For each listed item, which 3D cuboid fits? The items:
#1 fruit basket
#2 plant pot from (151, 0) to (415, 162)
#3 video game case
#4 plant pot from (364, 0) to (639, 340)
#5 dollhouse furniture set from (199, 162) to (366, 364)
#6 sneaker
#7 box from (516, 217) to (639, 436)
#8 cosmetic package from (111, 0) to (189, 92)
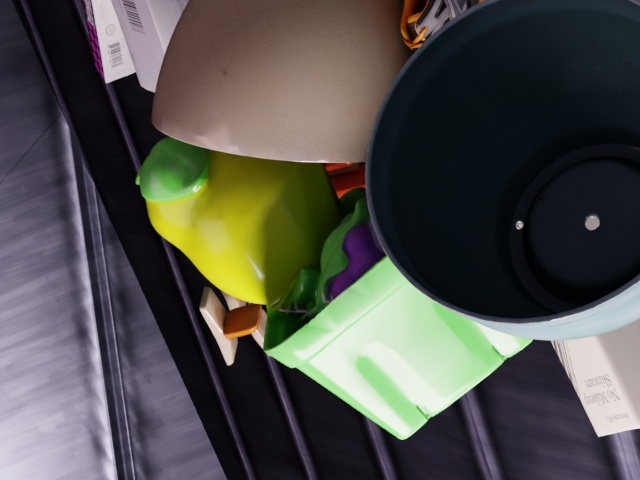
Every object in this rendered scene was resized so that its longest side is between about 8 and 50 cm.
[{"bbox_3d":[0.016,-0.013,1.985,0.392,0.283,0.392,49,-170,-12],"label":"fruit basket"},{"bbox_3d":[-0.021,-0.202,1.953,0.284,0.284,0.191,-148,59,-60],"label":"plant pot"},{"bbox_3d":[-0.196,-0.325,2.465,0.042,0.210,0.232,52,159,35],"label":"video game case"},{"bbox_3d":[0.208,-0.041,1.647,0.293,0.293,0.196,54,-173,31],"label":"plant pot"},{"bbox_3d":[0.000,0.000,2.300,0.259,0.262,0.135,-79,-31,-51],"label":"dollhouse furniture set"},{"bbox_3d":[0.119,-0.189,1.881,0.084,0.083,0.215,-22,79,62],"label":"sneaker"},{"bbox_3d":[0.255,0.040,1.858,0.275,0.094,0.113,64,163,4],"label":"box"},{"bbox_3d":[-0.116,-0.305,2.236,0.138,0.224,0.224,26,139,60],"label":"cosmetic package"}]
